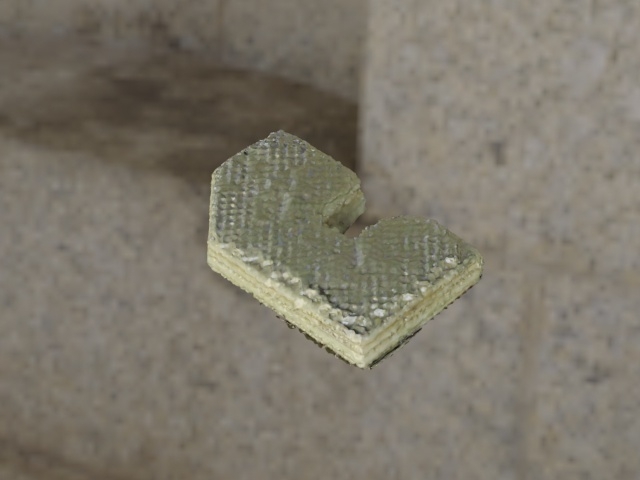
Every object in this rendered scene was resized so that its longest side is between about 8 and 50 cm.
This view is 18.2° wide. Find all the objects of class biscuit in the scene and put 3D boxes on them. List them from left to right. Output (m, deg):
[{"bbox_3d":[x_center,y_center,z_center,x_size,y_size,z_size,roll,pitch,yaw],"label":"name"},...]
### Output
[{"bbox_3d":[0.000,0.000,1.611,0.147,0.046,0.250,-34,48,-28],"label":"biscuit"}]
